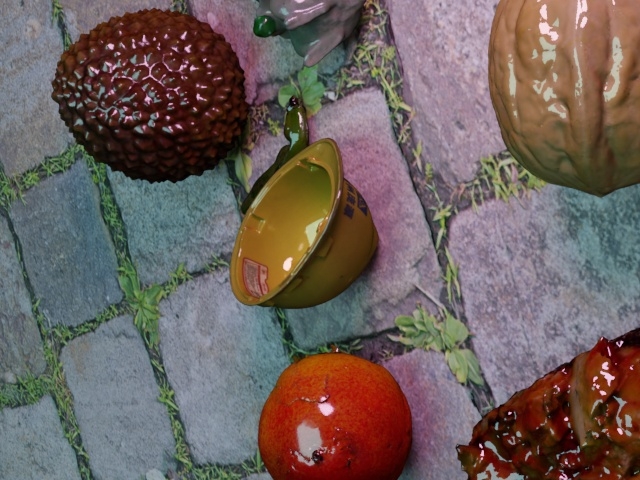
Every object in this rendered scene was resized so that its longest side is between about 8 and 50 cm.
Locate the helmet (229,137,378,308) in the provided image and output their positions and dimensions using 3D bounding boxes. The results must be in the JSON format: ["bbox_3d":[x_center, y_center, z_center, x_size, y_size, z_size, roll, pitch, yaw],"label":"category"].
[{"bbox_3d":[0.000,0.000,1.724,0.257,0.140,0.205,-43,36,33],"label":"helmet"}]

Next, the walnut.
[{"bbox_3d":[0.284,-0.174,1.342,0.225,0.225,0.261,5,102,45],"label":"walnut"}]

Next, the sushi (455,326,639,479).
[{"bbox_3d":[0.312,0.219,1.425,0.196,0.182,0.343,58,137,9],"label":"sushi"}]

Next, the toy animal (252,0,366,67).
[{"bbox_3d":[-0.045,-0.341,1.721,0.251,0.127,0.125,55,146,40],"label":"toy animal"}]

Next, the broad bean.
[{"bbox_3d":[-0.056,-0.105,1.820,0.061,0.046,0.195,50,127,41],"label":"broad bean"}]

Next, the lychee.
[{"bbox_3d":[-0.247,-0.204,1.846,0.267,0.267,0.267,13,109,43],"label":"lychee"}]

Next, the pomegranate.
[{"bbox_3d":[0.017,0.243,1.722,0.235,0.210,0.210,-108,31,-55],"label":"pomegranate"}]
